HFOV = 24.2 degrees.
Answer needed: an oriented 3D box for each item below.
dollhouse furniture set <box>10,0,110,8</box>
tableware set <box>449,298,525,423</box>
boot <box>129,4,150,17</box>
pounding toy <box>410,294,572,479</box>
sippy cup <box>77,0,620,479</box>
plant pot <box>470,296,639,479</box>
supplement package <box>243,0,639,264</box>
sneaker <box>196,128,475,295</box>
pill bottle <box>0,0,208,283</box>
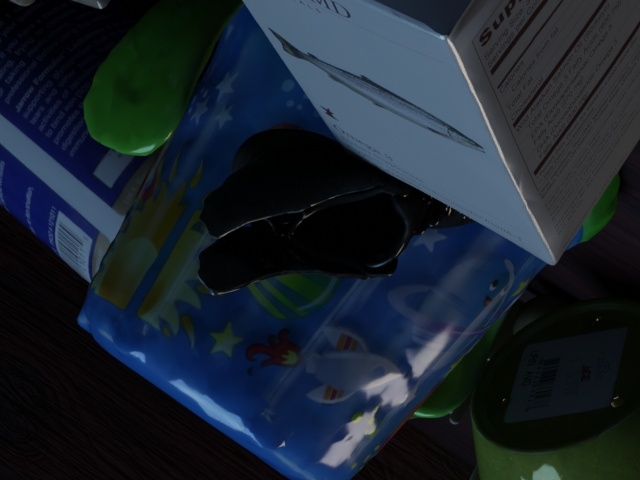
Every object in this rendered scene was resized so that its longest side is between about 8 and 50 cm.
[{"bbox_3d":[-0.168,-0.194,0.640,0.259,0.135,0.262,25,167,50],"label":"dollhouse furniture set"},{"bbox_3d":[0.081,0.063,1.127,0.169,0.141,0.020,33,145,16],"label":"tableware set"},{"bbox_3d":[-0.117,-0.113,1.154,0.229,0.091,0.263,39,168,6],"label":"boot"},{"bbox_3d":[0.072,0.038,1.044,0.237,0.183,0.110,34,146,3],"label":"pounding toy"},{"bbox_3d":[0.000,0.000,0.785,0.305,0.224,0.240,38,171,-16],"label":"sippy cup"},{"bbox_3d":[0.222,0.189,0.985,0.275,0.275,0.293,22,150,57],"label":"plant pot"},{"bbox_3d":[0.050,-0.085,0.507,0.105,0.105,0.179,31,171,28],"label":"supplement package"},{"bbox_3d":[0.026,-0.013,0.627,0.170,0.051,0.089,-1,-154,-17],"label":"sneaker"},{"bbox_3d":[-0.159,-0.083,0.962,0.265,0.153,0.153,39,174,20],"label":"pill bottle"}]
